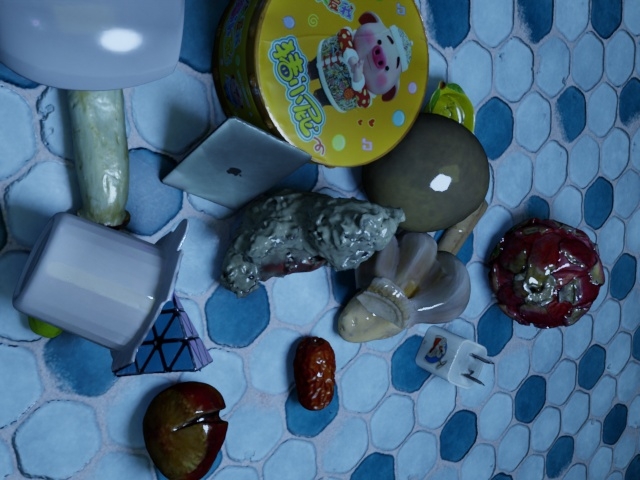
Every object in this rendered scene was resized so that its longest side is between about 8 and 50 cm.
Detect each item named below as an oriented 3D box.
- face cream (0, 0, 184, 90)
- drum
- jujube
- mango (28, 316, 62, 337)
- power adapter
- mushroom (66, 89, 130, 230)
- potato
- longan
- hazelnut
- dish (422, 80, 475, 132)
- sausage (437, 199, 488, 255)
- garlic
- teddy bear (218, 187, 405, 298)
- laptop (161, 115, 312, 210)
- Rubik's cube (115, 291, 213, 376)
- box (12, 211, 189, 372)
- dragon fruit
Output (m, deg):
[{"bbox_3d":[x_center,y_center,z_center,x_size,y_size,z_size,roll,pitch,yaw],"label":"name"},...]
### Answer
[{"bbox_3d":[-0.407,-0.388,0.940,0.357,0.219,0.312,2,72,-26],"label":"face cream"},{"bbox_3d":[0.002,-0.362,1.234,0.431,0.214,0.431,-8,106,-30],"label":"drum"},{"bbox_3d":[-0.016,0.321,1.435,0.112,0.109,0.176,-23,117,-61],"label":"jujube"},{"bbox_3d":[-0.504,0.127,1.116,0.073,0.056,0.108,12,82,-38],"label":"mango"},{"bbox_3d":[0.383,0.330,1.641,0.125,0.205,0.130,27,84,-34],"label":"power adapter"},{"bbox_3d":[-0.403,-0.169,1.097,0.100,0.081,0.312,-8,104,-38],"label":"mushroom"},{"bbox_3d":[0.153,0.171,1.503,0.235,0.128,0.161,-8,104,-26],"label":"potato"},{"bbox_3d":[0.247,-0.152,1.397,0.297,0.297,0.297,-8,105,-31],"label":"longan"},{"bbox_3d":[-0.281,0.402,1.260,0.178,0.178,0.204,-2,74,-32],"label":"hazelnut"},{"bbox_3d":[0.311,-0.309,1.524,0.149,0.080,0.207,-30,117,-20],"label":"dish"},{"bbox_3d":[0.365,0.002,1.640,0.066,0.066,0.301,41,77,-32],"label":"sausage"},{"bbox_3d":[0.227,0.080,1.423,0.325,0.279,0.132,-50,171,-47],"label":"garlic"},{"bbox_3d":[0.000,0.000,1.227,0.357,0.367,0.224,-12,101,-31],"label":"teddy bear"},{"bbox_3d":[-0.167,-0.140,1.166,0.188,0.269,0.015,22,55,-34],"label":"laptop"},{"bbox_3d":[-0.299,0.189,1.270,0.190,0.211,0.178,15,70,-65],"label":"Rubik's cube"},{"bbox_3d":[-0.384,0.052,1.034,0.206,0.262,0.291,26,106,-30],"label":"box"},{"bbox_3d":[0.628,0.088,1.683,0.329,0.329,0.329,-8,105,-31],"label":"dragon fruit"}]
